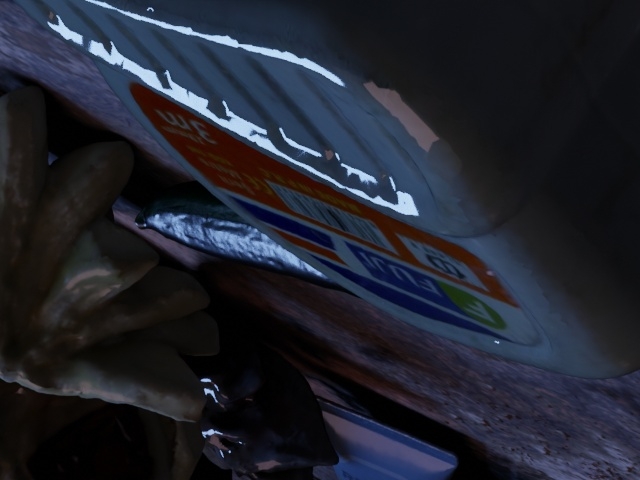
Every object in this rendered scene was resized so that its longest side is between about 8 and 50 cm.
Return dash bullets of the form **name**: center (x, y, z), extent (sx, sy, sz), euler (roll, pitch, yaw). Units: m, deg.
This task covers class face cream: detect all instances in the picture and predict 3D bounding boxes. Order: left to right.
- **face cream**: center (0.067, 0.224, 1.735), extent (0.135, 0.086, 0.385), euler (22, 160, 15)

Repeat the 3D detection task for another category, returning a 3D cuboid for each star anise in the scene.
- **star anise**: center (-0.110, 0.097, 1.547), extent (0.315, 0.108, 0.315), euler (37, 167, 10)

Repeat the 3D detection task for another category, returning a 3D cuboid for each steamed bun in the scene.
- **steamed bun**: center (-0.209, 0.036, 1.315), extent (0.428, 0.247, 0.189), euler (49, 175, -14)

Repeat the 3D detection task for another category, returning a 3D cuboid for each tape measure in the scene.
- **tape measure**: center (0.023, -0.067, 0.702), extent (0.243, 0.125, 0.246), euler (24, 164, 44)

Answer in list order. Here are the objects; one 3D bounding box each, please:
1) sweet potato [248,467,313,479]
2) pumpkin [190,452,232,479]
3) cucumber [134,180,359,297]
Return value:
- **sweet potato**: center (-0.049, 0.166, 1.777), extent (0.074, 0.075, 0.269), euler (19, 149, 33)
- **pumpkin**: center (-0.230, 0.186, 1.763), extent (0.315, 0.315, 0.238), euler (28, 141, 3)
- **cucumber**: center (0.000, 0.000, 1.132), extent (0.284, 0.056, 0.056), euler (13, 159, 38)
